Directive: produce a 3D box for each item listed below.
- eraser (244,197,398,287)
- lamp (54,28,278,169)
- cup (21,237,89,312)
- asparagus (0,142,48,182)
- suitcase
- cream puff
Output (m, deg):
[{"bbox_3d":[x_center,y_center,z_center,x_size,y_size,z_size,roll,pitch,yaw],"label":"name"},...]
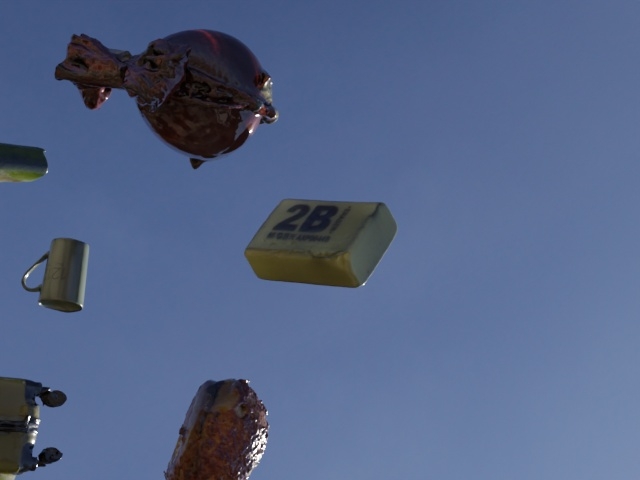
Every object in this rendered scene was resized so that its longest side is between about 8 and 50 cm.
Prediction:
[{"bbox_3d":[0.000,0.000,1.289,0.172,0.117,0.058,4,-45,39],"label":"eraser"},{"bbox_3d":[-0.160,-0.183,1.165,0.215,0.151,0.223,8,-22,41],"label":"lamp"},{"bbox_3d":[-0.328,0.044,1.262,0.075,0.054,0.083,-3,-111,20],"label":"cup"},{"bbox_3d":[-0.506,-0.117,1.395,0.060,0.278,0.067,26,-78,36],"label":"asparagus"},{"bbox_3d":[-0.451,0.237,1.216,0.194,0.235,0.143,-20,-115,54],"label":"suitcase"},{"bbox_3d":[-0.182,0.361,1.812,0.164,0.240,0.240,16,-61,-2],"label":"cream puff"}]
